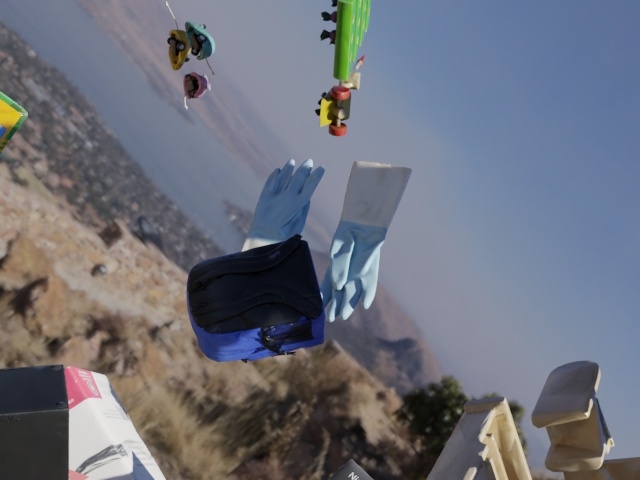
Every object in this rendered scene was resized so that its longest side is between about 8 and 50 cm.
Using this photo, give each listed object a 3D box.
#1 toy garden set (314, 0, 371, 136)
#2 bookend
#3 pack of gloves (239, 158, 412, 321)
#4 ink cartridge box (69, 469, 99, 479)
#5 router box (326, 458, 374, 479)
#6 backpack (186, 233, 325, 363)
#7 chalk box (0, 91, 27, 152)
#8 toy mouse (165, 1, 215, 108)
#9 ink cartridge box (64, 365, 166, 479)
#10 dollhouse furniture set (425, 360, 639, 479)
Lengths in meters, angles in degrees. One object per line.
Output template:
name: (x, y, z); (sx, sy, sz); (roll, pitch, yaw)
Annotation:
toy garden set: (0.034, -0.288, 1.299); (0.244, 0.049, 0.204); (-72, 167, -57)
bookend: (-0.302, 0.198, 0.772); (0.072, 0.156, 0.157); (-128, -141, -59)
pack of gloves: (0.000, 0.000, 1.152); (0.195, 0.232, 0.046); (10, -24, 20)
ink cartridge box: (-0.290, 0.351, 0.938); (0.115, 0.198, 0.067); (18, -37, 8)
router box: (0.061, 0.426, 0.962); (0.309, 0.081, 0.243); (40, 42, 18)
backpack: (-0.062, 0.067, 0.822); (0.101, 0.120, 0.098); (90, -13, -49)
chalk box: (-0.522, -0.141, 1.084); (0.179, 0.180, 0.289); (38, -14, -33)
toy mouse: (-0.184, -0.270, 1.328); (0.143, 0.031, 0.161); (29, -55, 47)
ink cartridge box: (-0.309, 0.307, 1.240); (0.237, 0.100, 0.172); (56, -5, 12)
dollhouse furniture set: (0.369, 0.332, 1.188); (0.256, 0.394, 0.362); (-39, 112, -59)
